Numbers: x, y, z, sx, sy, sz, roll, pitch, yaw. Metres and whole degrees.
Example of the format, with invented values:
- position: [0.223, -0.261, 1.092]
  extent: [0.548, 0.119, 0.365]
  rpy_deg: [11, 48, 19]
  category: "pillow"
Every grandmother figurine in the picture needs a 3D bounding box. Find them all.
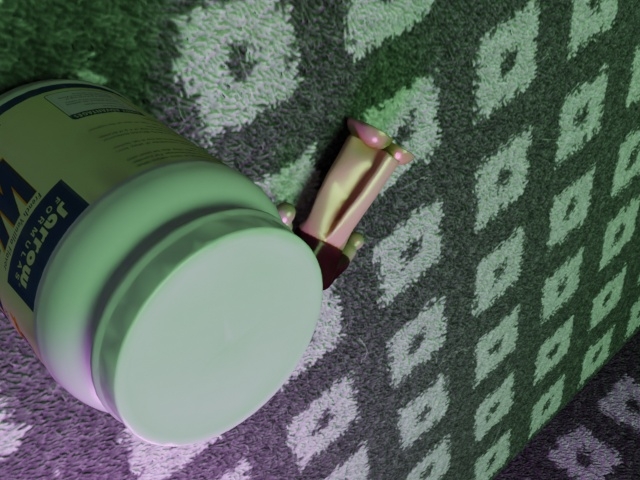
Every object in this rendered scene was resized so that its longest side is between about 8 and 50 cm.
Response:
- position: [0.000, 0.000, 1.063]
  extent: [0.208, 0.104, 0.342]
  rpy_deg: [25, 94, -43]
  category: "grandmother figurine"

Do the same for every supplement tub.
- position: [-0.177, 0.008, 0.687]
  extent: [0.235, 0.325, 0.235]
  rpy_deg: [-27, 133, -33]
  category: "supplement tub"
